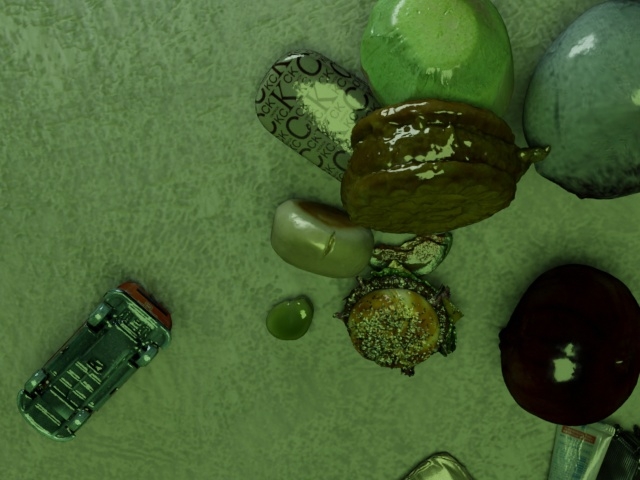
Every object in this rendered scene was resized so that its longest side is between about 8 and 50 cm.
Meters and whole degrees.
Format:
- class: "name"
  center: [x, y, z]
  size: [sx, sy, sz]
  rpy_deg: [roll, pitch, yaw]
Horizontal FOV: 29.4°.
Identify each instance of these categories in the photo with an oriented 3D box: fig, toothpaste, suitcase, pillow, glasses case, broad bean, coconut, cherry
- class: "fig"
  center: [0.357, 0.152, 1.763]
  size: [0.214, 0.235, 0.235]
  rpy_deg: [41, 109, 30]
- class: "toothpaste"
  center: [0.390, 0.385, 1.912]
  size: [0.089, 0.057, 0.234]
  rpy_deg: [18, 107, 23]
- class: "suitcase"
  center: [0.473, 0.356, 1.879]
  size: [0.059, 0.086, 0.126]
  rpy_deg: [8, 110, -26]
- class: "pillow"
  center: [0.230, 0.444, 1.949]
  size: [0.233, 0.038, 0.130]
  rpy_deg: [43, 102, -7]
- class: "glasses case"
  center: [0.071, -0.141, 1.753]
  size: [0.355, 0.085, 0.137]
  rpy_deg: [33, 109, -8]
- class: "broad bean"
  center: [-0.044, 0.121, 1.866]
  size: [0.083, 0.045, 0.063]
  rpy_deg: [-35, 101, 21]
- class: "coconut"
  center: [0.158, -0.244, 1.659]
  size: [0.236, 0.236, 0.204]
  rpy_deg: [9, 74, 1]
- class: "cherry"
  center: [0.410, -0.189, 1.647]
  size: [0.296, 0.218, 0.255]
  rpy_deg: [-37, 108, 19]

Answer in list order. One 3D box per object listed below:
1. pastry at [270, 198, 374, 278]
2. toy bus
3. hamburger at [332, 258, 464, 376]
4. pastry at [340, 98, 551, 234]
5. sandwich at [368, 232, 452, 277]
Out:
- class: "pastry"
  center: [0.000, 0.000, 1.769]
  size: [0.157, 0.156, 0.092]
  rpy_deg: [16, 101, -1]
- class: "toy bus"
  center: [-0.343, 0.183, 1.864]
  size: [0.121, 0.120, 0.265]
  rpy_deg: [42, 105, -9]
- class: "hamburger"
  center: [0.118, 0.126, 1.817]
  size: [0.190, 0.093, 0.164]
  rpy_deg: [24, 123, -8]
- class: "pastry"
  center: [0.147, -0.082, 1.611]
  size: [0.235, 0.132, 0.240]
  rpy_deg: [22, 155, -39]
- class: "sandwich"
  center: [0.137, 0.025, 1.830]
  size: [0.135, 0.029, 0.067]
  rpy_deg: [-17, 106, 10]
